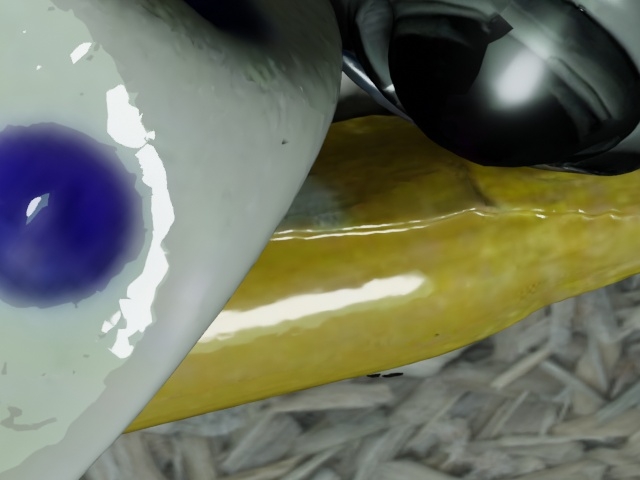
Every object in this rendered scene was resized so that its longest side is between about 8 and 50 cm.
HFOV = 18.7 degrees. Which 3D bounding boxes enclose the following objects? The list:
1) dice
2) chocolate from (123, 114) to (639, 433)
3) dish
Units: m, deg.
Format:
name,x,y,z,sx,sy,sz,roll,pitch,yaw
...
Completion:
name,x,y,z,sx,sy,sz,roll,pitch,yaw
dice,-0.193,-0.063,0.838,0.304,0.277,0.304,37,112,-18
chocolate,0.000,0.000,1.087,0.445,0.162,0.162,-13,136,1
dish,0.087,-0.096,0.913,0.273,0.134,0.273,17,152,10
